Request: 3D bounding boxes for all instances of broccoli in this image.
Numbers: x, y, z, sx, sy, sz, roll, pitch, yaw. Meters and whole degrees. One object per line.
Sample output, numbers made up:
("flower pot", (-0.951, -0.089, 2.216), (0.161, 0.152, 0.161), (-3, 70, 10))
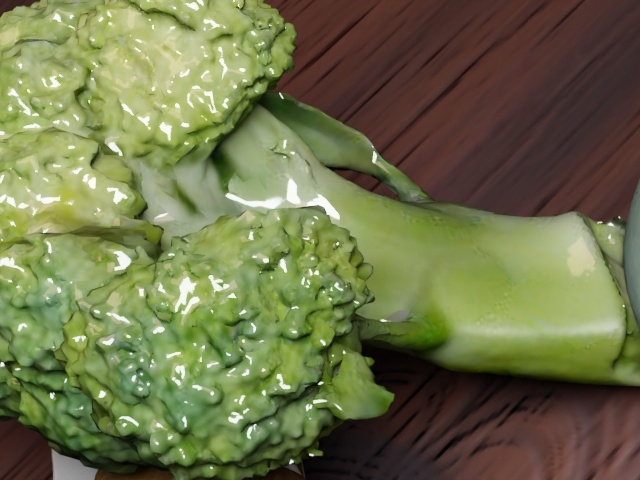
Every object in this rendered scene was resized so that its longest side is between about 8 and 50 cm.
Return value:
("broccoli", (-0.026, -0.013, 0.620), (0.302, 0.186, 0.254), (4, 16, 24))

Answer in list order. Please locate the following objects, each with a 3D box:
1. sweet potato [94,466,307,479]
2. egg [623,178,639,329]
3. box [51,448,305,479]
("sweet potato", (0.012, 0.152, 0.602), (0.251, 0.097, 0.097), (27, 65, 31))
("egg", (0.227, 0.001, 0.581), (0.236, 0.169, 0.169), (-6, 48, 13))
("box", (-0.077, 0.050, 0.764), (0.109, 0.029, 0.198), (-20, 45, 5))
